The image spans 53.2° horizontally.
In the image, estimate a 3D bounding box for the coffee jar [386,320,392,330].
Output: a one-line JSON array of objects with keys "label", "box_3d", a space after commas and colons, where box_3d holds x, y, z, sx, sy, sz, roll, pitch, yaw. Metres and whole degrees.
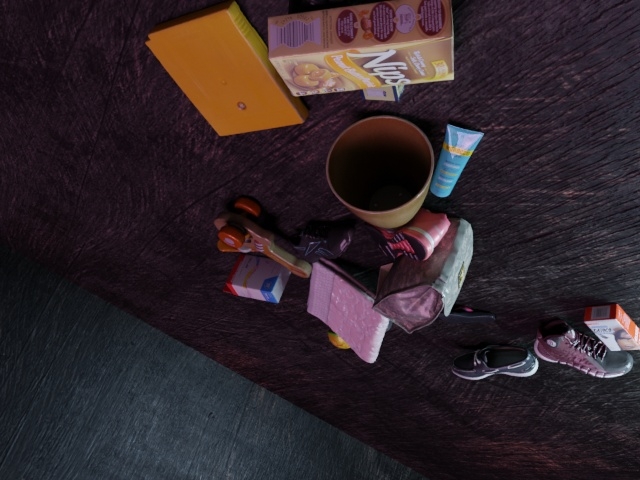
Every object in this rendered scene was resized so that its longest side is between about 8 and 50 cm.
[{"label": "coffee jar", "box_3d": [0.165, 0.254, 2.241, 0.184, 0.079, 0.096, 38, 150, -26]}]

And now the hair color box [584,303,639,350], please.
[{"label": "hair color box", "box_3d": [0.826, 0.247, 1.796, 0.167, 0.053, 0.093, 39, 146, -28]}]

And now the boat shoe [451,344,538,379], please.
[{"label": "boat shoe", "box_3d": [0.580, 0.406, 2.182, 0.302, 0.114, 0.091, -13, 137, 29]}]

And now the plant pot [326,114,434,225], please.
[{"label": "plant pot", "box_3d": [0.153, -0.126, 1.507, 0.237, 0.237, 0.254, 13, 163, 17]}]

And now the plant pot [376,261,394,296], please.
[{"label": "plant pot", "box_3d": [0.248, 0.135, 1.971, 0.096, 0.109, 0.109, 25, 153, -29]}]

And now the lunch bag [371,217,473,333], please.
[{"label": "lunch bag", "box_3d": [0.297, 0.091, 1.721, 0.169, 0.235, 0.287, 33, 150, -6]}]

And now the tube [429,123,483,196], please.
[{"label": "tube", "box_3d": [0.303, -0.184, 1.465, 0.080, 0.052, 0.207, 12, 144, 0]}]

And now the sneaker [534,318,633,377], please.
[{"label": "sneaker", "box_3d": [0.774, 0.314, 1.894, 0.281, 0.106, 0.162, 7, 144, 28]}]

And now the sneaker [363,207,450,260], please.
[{"label": "sneaker", "box_3d": [0.235, -0.027, 1.702, 0.116, 0.136, 0.314, 55, 164, -20]}]

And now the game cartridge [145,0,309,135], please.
[{"label": "game cartridge", "box_3d": [-0.218, -0.387, 1.491, 0.285, 0.053, 0.324, -1, 141, 36]}]

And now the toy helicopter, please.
[{"label": "toy helicopter", "box_3d": [-0.186, 0.022, 2.049, 0.355, 0.140, 0.235, 33, 155, -17]}]

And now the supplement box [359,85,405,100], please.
[{"label": "supplement box", "box_3d": [0.125, -0.338, 1.316, 0.083, 0.056, 0.083, 9, 148, 24]}]

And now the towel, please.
[{"label": "towel", "box_3d": [0.085, 0.233, 2.139, 0.317, 0.053, 0.332, 37, 148, 21]}]

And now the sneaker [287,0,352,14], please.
[{"label": "sneaker", "box_3d": [0.007, -0.461, 1.152, 0.125, 0.140, 0.341, 0, 171, -10]}]

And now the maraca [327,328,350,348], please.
[{"label": "maraca", "box_3d": [0.094, 0.367, 2.467, 0.127, 0.099, 0.185, 15, 176, 17]}]

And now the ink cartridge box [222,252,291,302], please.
[{"label": "ink cartridge box", "box_3d": [-0.237, 0.129, 2.258, 0.231, 0.134, 0.078, 8, 149, 23]}]

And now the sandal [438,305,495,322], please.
[{"label": "sandal", "box_3d": [0.469, 0.237, 2.053, 0.179, 0.040, 0.067, 0, 152, 10]}]

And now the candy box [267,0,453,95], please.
[{"label": "candy box", "box_3d": [0.080, -0.346, 1.157, 0.316, 0.088, 0.183, -3, 172, 12]}]

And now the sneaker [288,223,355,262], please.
[{"label": "sneaker", "box_3d": [0.000, 0.000, 1.918, 0.106, 0.101, 0.267, 38, 147, -21]}]
